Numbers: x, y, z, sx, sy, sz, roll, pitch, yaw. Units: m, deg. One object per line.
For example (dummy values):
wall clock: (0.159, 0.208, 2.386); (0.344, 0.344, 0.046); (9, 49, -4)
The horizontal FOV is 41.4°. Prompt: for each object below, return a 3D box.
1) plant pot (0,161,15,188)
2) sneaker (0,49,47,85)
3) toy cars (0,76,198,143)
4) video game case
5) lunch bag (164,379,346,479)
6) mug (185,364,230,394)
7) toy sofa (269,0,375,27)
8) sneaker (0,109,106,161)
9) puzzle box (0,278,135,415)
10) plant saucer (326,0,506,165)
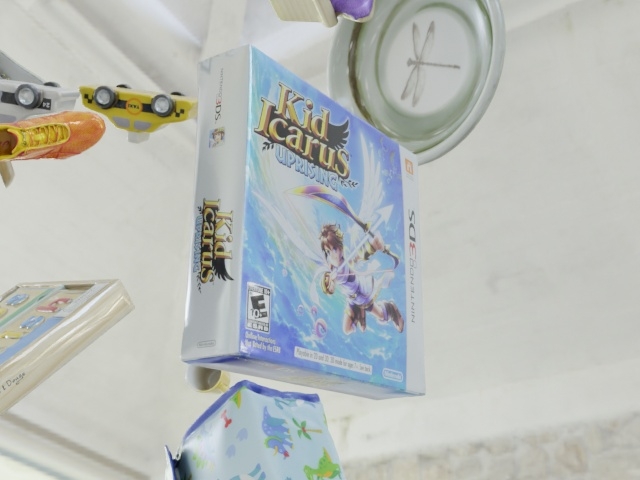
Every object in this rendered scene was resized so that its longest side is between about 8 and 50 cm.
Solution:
plant pot: (-0.730, -0.233, 1.903); (0.032, 0.236, 0.236); (-18, -31, -18)
sneaker: (-0.577, -0.289, 1.470); (0.222, 0.118, 0.083); (25, -77, -14)
toy cars: (-0.375, -0.199, 1.308); (0.394, 0.087, 0.176); (-2, 16, -36)
video game case: (0.000, 0.000, 0.729); (0.061, 0.244, 0.269); (-13, -22, 33)
lunch bag: (-0.057, 0.192, 0.594); (0.096, 0.128, 0.151); (19, -52, -37)
mug: (-0.171, 0.223, 1.342); (0.062, 0.078, 0.064); (-23, -26, 6)
toy sofa: (0.037, -0.556, 1.466); (0.177, 0.362, 0.150); (10, -24, 25)
sneaker: (-0.359, -0.126, 1.074); (0.175, 0.064, 0.067); (-15, 14, -17)
puzzle box: (-0.470, 0.177, 1.098); (0.272, 0.409, 0.052); (-5, -63, 41)
plant saucer: (0.186, -0.329, 1.564); (0.101, 0.400, 0.400); (3, -26, -45)
